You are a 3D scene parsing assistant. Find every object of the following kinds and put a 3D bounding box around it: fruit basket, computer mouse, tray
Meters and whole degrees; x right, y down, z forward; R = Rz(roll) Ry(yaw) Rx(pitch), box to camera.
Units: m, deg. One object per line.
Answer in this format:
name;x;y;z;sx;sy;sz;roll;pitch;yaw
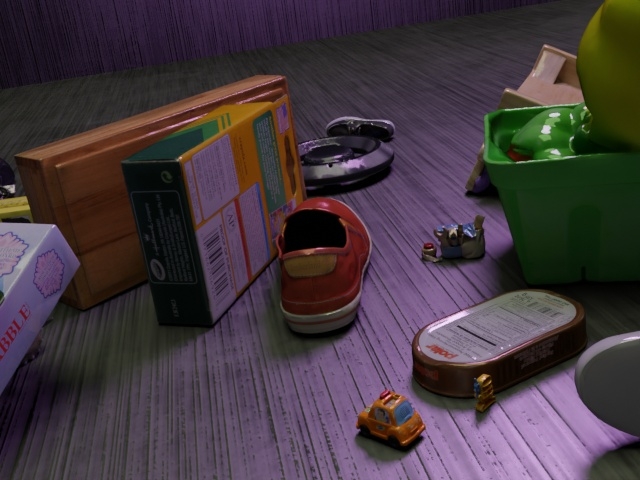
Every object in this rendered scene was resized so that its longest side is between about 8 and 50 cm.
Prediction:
fruit basket;0.361;-0.144;0.889;0.392;0.392;0.283;-3;22;13
computer mouse;-0.681;-0.119;1.606;0.188;0.072;0.272;-11;21;-6
tray;-0.197;-0.082;1.142;0.076;0.203;0.411;12;30;42

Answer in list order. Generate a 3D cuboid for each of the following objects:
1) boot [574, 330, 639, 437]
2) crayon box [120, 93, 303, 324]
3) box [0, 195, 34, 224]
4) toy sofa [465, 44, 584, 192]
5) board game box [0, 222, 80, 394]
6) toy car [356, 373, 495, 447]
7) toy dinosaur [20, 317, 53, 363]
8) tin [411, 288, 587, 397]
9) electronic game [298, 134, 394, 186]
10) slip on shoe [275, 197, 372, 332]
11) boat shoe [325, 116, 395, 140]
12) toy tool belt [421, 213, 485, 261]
boot;0.330;0.099;0.676;0.258;0.095;0.123;2;16;2
crayon box;-0.122;-0.054;1.054;0.083;0.203;0.323;0;22;21
box;-0.462;-0.040;1.341;0.232;0.058;0.087;-8;22;1
toy sofa;0.369;-0.180;1.320;0.150;0.177;0.362;25;31;13
board game box;-0.441;0.110;0.768;0.318;0.066;0.318;2;46;18
toy car;0.090;0.136;0.712;0.122;0.041;0.060;-20;24;-26
toy dinosaur;-0.415;0.085;0.972;0.160;0.121;0.313;-4;13;-23
tin;0.175;0.095;0.797;0.189;0.040;0.106;-19;19;-26
electronic game;0.016;-0.139;1.433;0.229;0.048;0.229;-8;21;3
slip on shoe;0.000;0.000;1.014;0.123;0.101;0.331;-8;20;6
boat shoe;0.077;-0.219;1.620;0.142;0.049;0.040;0;23;14
toy tool belt;0.168;-0.006;1.034;0.083;0.051;0.052;-6;21;7
